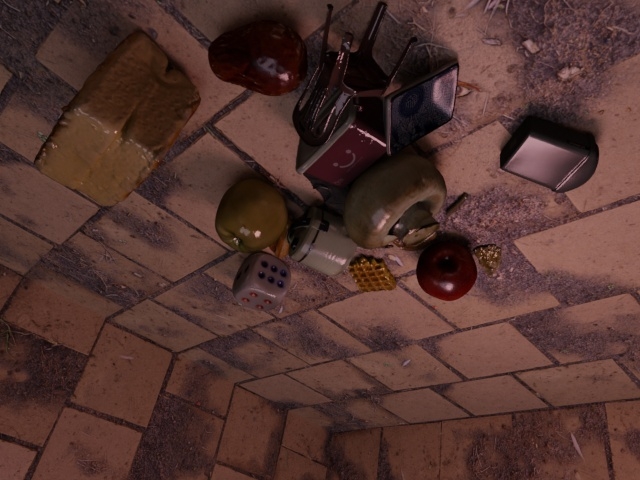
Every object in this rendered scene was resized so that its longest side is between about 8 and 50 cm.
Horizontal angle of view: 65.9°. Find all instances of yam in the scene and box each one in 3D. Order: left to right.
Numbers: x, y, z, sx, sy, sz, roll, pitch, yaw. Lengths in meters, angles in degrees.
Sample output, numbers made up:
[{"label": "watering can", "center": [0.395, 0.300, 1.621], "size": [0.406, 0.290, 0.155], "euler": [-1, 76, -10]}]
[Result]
[{"label": "yam", "center": [0.460, -0.119, 1.670], "size": [0.021, 0.021, 0.116], "euler": [21, 141, -11]}]

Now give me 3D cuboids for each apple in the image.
[{"label": "apple", "center": [-0.241, -0.080, 1.740], "size": [0.263, 0.262, 0.262], "euler": [8, 143, 6]}, {"label": "apple", "center": [0.460, 0.113, 1.811], "size": [0.219, 0.218, 0.201], "euler": [-1, 146, 17]}]

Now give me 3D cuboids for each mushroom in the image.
[{"label": "mushroom", "center": [0.228, -0.106, 1.510], "size": [0.353, 0.260, 0.352], "euler": [-28, 158, -12]}]

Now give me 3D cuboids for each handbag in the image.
[{"label": "handbag", "center": [0.064, -0.167, 1.678], "size": [0.175, 0.088, 0.270], "euler": [0, 147, 34]}]

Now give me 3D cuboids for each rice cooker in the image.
[{"label": "rice cooker", "center": [0.000, 0.000, 1.791], "size": [0.244, 0.225, 0.226], "euler": [22, 142, -17]}]

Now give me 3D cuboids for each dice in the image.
[{"label": "dice", "center": [-0.253, 0.180, 2.121], "size": [0.193, 0.194, 0.192], "euler": [30, 141, -20]}]

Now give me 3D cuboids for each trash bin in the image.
[{"label": "trash bin", "center": [0.655, -0.238, 1.399], "size": [0.237, 0.101, 0.176], "euler": [19, 144, -4]}]

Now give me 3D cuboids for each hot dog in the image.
[{"label": "hot dog", "center": [-0.145, -0.020, 1.928], "size": [0.102, 0.076, 0.249], "euler": [46, 144, 21]}]

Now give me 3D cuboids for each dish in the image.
[{"label": "dish", "center": [0.247, -0.358, 1.300], "size": [0.080, 0.243, 0.181], "euler": [43, 156, 34]}]

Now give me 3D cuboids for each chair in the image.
[{"label": "chair", "center": [0.065, -0.396, 1.224], "size": [0.183, 0.175, 0.326], "euler": [-11, 149, -28]}]

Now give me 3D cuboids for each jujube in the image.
[{"label": "jujube", "center": [-0.161, -0.466, 1.273], "size": [0.256, 0.189, 0.189], "euler": [2, 142, 16]}]

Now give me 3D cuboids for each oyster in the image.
[{"label": "oyster", "center": [0.627, 0.067, 1.858], "size": [0.122, 0.045, 0.146], "euler": [28, 142, 3]}]

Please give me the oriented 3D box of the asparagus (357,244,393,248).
[{"label": "asparagus", "center": [0.205, 0.024, 1.932], "size": [0.163, 0.016, 0.016], "euler": [3, 123, 13]}]

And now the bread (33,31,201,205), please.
[{"label": "bread", "center": [-0.562, -0.325, 1.402], "size": [0.279, 0.389, 0.371], "euler": [38, 135, -23]}]

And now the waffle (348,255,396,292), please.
[{"label": "waffle", "center": [0.209, 0.136, 2.045], "size": [0.161, 0.055, 0.210], "euler": [-7, 138, 25]}]

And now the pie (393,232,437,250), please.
[{"label": "pie", "center": [0.330, -0.033, 1.798], "size": [0.195, 0.046, 0.195], "euler": [7, 142, 6]}]

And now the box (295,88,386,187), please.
[{"label": "box", "center": [0.071, -0.295, 1.425], "size": [0.168, 0.193, 0.294], "euler": [23, 142, -27]}]
